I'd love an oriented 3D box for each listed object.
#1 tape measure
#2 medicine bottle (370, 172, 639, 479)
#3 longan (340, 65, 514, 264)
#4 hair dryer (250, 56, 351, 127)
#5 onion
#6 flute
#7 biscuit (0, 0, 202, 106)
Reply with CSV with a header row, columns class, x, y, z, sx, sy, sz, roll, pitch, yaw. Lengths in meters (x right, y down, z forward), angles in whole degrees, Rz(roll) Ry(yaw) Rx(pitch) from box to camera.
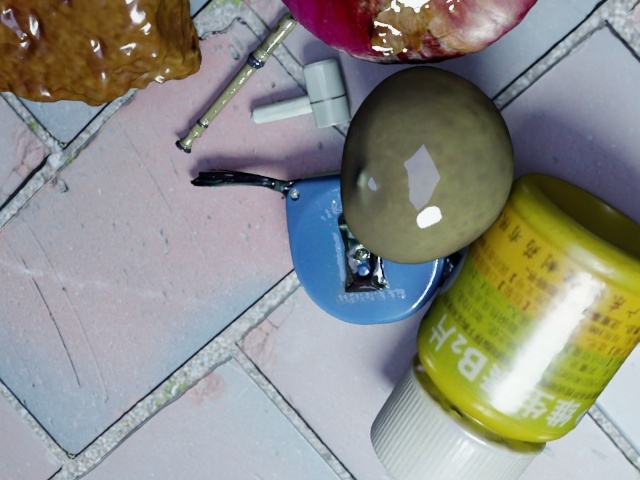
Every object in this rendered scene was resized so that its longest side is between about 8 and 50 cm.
class,x,y,z,sx,sy,sz,roll,pitch,yaw
tape measure,0.000,0.000,1.401,0.351,0.098,0.215,-5,102,18
medicine bottle,0.230,0.129,1.304,0.224,0.224,0.384,32,112,5
longan,0.117,-0.081,1.213,0.197,0.196,0.220,10,91,12
hair dryer,-0.033,-0.178,1.391,0.137,0.047,0.082,-11,101,25
onion,0.071,-0.357,1.137,0.348,0.385,0.347,0,89,23
flute,-0.109,-0.202,1.411,0.027,0.027,0.233,44,110,0
biscuit,-0.365,-0.335,1.325,0.395,0.166,0.342,3,124,15
